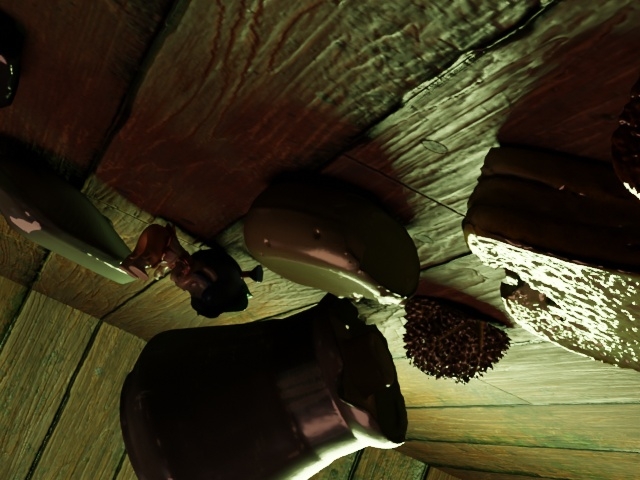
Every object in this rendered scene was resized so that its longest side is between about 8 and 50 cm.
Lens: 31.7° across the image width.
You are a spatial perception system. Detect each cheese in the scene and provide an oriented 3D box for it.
[{"bbox_3d":[0.000,0.000,1.229,0.202,0.091,0.175,9,161,46],"label":"cheese"}]

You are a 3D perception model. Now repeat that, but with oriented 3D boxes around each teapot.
[{"bbox_3d":[-0.061,0.227,1.640,0.362,0.305,0.376,-22,-176,16],"label":"teapot"}]

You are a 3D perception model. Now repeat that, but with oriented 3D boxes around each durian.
[{"bbox_3d":[0.167,0.145,1.492,0.148,0.091,0.188,22,167,4],"label":"durian"}]

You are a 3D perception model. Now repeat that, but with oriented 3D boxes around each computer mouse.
[{"bbox_3d":[-0.366,-0.182,1.151,0.122,0.073,0.217,25,164,-9],"label":"computer mouse"},{"bbox_3d":[-0.374,-0.037,1.623,0.197,0.095,0.331,38,-179,32],"label":"computer mouse"}]

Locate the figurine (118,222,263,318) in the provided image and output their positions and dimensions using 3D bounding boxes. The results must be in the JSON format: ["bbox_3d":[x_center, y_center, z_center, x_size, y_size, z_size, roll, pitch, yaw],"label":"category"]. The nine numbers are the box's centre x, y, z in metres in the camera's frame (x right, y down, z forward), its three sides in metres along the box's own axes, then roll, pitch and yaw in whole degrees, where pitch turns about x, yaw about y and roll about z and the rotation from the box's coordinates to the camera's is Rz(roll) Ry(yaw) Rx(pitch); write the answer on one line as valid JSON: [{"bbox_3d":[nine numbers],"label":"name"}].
[{"bbox_3d":[-0.182,0.044,1.637,0.195,0.102,0.111,34,165,-28],"label":"figurine"}]

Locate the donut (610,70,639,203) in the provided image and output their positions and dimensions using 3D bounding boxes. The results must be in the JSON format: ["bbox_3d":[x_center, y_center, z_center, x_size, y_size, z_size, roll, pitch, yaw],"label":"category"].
[{"bbox_3d":[0.277,-0.014,0.677,0.217,0.085,0.141,37,180,35],"label":"donut"}]

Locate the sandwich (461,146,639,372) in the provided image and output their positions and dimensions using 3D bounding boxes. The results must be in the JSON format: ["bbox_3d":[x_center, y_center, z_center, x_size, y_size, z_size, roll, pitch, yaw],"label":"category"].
[{"bbox_3d":[0.257,0.031,0.957,0.249,0.095,0.273,14,162,29],"label":"sandwich"}]
